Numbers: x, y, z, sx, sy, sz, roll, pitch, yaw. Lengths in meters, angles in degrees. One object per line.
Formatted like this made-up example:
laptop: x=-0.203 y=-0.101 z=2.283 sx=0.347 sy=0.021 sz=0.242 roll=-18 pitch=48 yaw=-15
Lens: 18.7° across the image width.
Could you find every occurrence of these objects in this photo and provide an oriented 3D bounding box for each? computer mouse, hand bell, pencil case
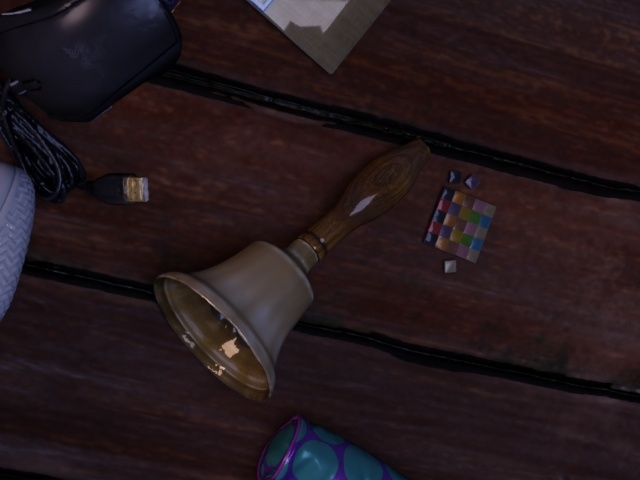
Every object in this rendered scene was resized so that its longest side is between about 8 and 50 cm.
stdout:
computer mouse: x=-0.172 y=-0.091 z=1.363 sx=0.184 sy=0.262 sz=0.060 roll=54 pitch=54 yaw=-21
hand bell: x=0.000 y=0.000 z=1.517 sx=0.242 sy=0.126 sz=0.126 roll=-42 pitch=107 yaw=-21
pencil case: x=0.023 y=0.202 z=1.554 sx=0.151 sy=0.064 sz=0.070 roll=33 pitch=69 yaw=-18

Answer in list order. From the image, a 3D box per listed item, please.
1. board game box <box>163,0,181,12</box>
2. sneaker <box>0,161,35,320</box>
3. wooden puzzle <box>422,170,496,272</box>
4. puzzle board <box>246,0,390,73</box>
board game box: x=-0.116 y=-0.210 z=1.408 sx=0.048 sy=0.170 sz=0.141 roll=39 pitch=84 yaw=-17
sneaker: x=-0.356 y=0.090 z=1.387 sx=0.210 sy=0.137 sz=0.366 roll=21 pitch=84 yaw=-18
wooden puzzle: x=0.113 y=-0.014 z=1.590 sx=0.049 sy=0.006 sz=0.083 roll=21 pitch=89 yaw=-19
puzzle board: x=-0.010 y=-0.208 z=1.527 sx=0.128 sy=0.011 sz=0.096 roll=40 pitch=85 yaw=-17
